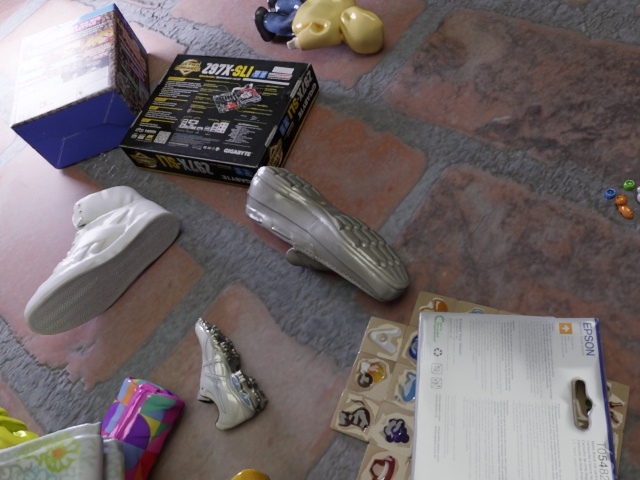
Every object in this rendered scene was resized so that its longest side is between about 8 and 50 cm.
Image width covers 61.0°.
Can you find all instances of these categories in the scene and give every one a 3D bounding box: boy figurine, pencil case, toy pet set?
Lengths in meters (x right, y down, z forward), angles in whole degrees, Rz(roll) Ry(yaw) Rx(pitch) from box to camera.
[{"bbox_3d":[0.009,-0.455,1.118,0.285,0.092,0.177,18,66,25],"label":"boy figurine"},{"bbox_3d":[-0.280,0.309,0.744,0.105,0.104,0.236,13,64,23],"label":"pencil case"},{"bbox_3d":[0.488,-0.069,0.753,0.122,0.065,0.114,-26,56,2],"label":"toy pet set"}]

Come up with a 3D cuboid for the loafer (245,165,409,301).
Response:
[{"bbox_3d":[0.000,0.000,0.851,0.319,0.112,0.111,40,113,31],"label":"loafer"}]

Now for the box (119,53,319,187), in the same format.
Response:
[{"bbox_3d":[-0.196,-0.241,1.061,0.322,0.079,0.257,11,62,23],"label":"box"}]

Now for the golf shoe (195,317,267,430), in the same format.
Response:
[{"bbox_3d":[-0.156,0.194,0.796,0.086,0.069,0.176,-39,55,0],"label":"golf shoe"}]

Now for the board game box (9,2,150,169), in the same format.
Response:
[{"bbox_3d":[-0.508,-0.335,1.173,0.232,0.141,0.291,-18,56,6],"label":"board game box"}]

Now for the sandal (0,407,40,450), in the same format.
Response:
[{"bbox_3d":[-0.576,0.289,0.836,0.317,0.126,0.138,27,75,30],"label":"sandal"}]

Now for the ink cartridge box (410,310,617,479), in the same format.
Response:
[{"bbox_3d":[0.230,0.199,0.670,0.224,0.045,0.223,1,61,16],"label":"ink cartridge box"}]

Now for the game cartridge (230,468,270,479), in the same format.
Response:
[{"bbox_3d":[-0.100,0.441,0.511,0.285,0.053,0.323,-44,44,2],"label":"game cartridge"}]

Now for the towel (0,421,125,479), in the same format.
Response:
[{"bbox_3d":[-0.375,0.417,0.594,0.321,0.090,0.374,-20,54,14],"label":"towel"}]

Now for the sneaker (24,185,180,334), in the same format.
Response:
[{"bbox_3d":[-0.409,0.023,0.958,0.169,0.108,0.292,32,64,32],"label":"sneaker"}]

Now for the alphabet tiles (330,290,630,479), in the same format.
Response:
[{"bbox_3d":[0.197,0.218,0.704,0.343,0.011,0.285,12,65,23],"label":"alphabet tiles"}]
